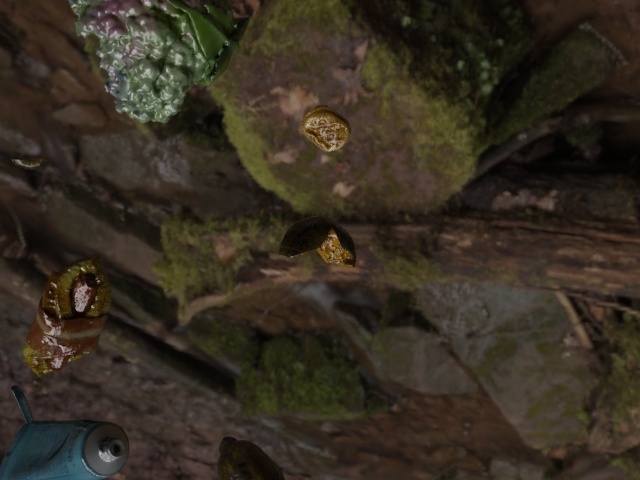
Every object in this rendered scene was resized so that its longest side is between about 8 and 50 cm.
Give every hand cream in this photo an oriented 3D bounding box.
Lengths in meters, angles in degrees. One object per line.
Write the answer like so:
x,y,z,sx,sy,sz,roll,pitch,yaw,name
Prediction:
-0.255,0.208,0.818,0.048,0.083,0.224,38,145,-30,hand cream

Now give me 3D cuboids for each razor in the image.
-0.624,0.393,1.818,0.066,0.033,0.190,25,138,55,razor

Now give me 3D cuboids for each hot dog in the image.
-0.427,0.147,1.430,0.123,0.093,0.262,-3,130,-41,hot dog

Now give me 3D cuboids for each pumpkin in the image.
-0.676,-0.179,1.961,0.083,0.028,0.050,0,-170,-21,pumpkin
0.000,0.000,1.895,0.183,0.108,0.119,12,174,-31,pumpkin

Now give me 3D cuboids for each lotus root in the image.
-0.144,0.471,1.688,0.209,0.120,0.120,38,168,38,lotus root

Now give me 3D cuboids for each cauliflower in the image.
-0.220,-0.274,1.090,0.238,0.257,0.315,-8,175,-25,cauliflower

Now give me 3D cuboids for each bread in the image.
0.013,-0.236,1.762,0.083,0.044,0.110,-40,122,22,bread
